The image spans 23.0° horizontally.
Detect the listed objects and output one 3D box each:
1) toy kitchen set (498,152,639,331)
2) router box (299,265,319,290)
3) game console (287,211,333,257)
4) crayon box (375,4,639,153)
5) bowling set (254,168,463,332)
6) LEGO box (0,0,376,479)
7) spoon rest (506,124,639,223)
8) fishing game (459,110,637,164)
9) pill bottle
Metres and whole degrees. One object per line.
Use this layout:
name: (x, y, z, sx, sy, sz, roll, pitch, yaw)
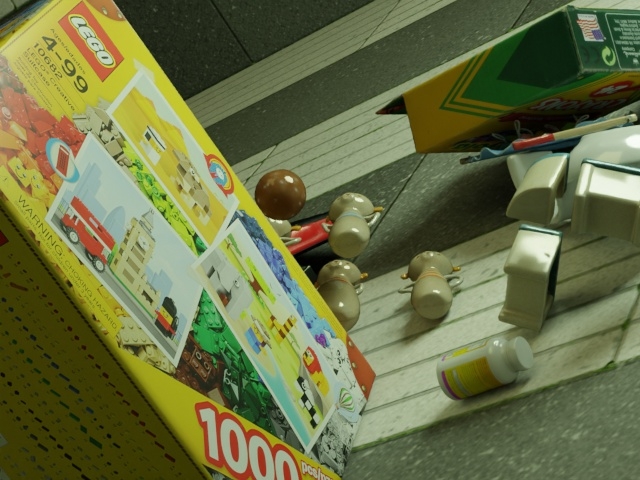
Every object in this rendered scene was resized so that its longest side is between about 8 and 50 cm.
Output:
toy kitchen set: (0.282, 0.005, 1.439, 0.207, 0.166, 0.122, 13, 36, 17)
router box: (-0.062, 0.073, 1.970, 0.092, 0.038, 0.122, -39, 16, -22)
game console: (-0.170, 0.050, 2.081, 0.342, 0.060, 0.386, -20, 3, -32)
crayon box: (0.242, -0.171, 1.814, 0.202, 0.081, 0.318, -5, -13, -40)
bowling set: (0.000, 0.000, 1.685, 0.287, 0.200, 0.154, -10, 19, 7)
LEGO box: (-0.188, 0.058, 1.409, 0.193, 0.500, 0.372, -28, 17, 23)
spoon rest: (0.275, -0.063, 1.572, 0.137, 0.084, 0.276, -9, 0, -18)
fishing game: (0.257, -0.121, 1.758, 0.189, 0.041, 0.264, -13, 0, -4)
pill bottle: (0.148, 0.113, 1.412, 0.083, 0.043, 0.043, -23, 19, 34)
